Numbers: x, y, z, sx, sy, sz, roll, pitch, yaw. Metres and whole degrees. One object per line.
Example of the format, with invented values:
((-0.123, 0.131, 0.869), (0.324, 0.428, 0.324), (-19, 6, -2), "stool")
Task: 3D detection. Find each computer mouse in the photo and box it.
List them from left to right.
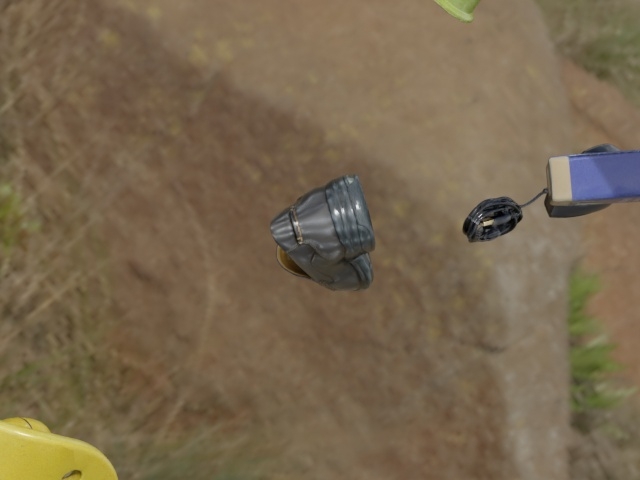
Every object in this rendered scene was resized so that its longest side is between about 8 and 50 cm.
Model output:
((0.217, -0.035, 1.523), (0.242, 0.071, 0.041), (-22, 60, -41), "computer mouse")

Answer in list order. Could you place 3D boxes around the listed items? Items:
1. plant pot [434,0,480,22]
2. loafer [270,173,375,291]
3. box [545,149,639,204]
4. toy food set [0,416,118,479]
((0.073, -0.159, 0.772), (0.083, 0.079, 0.083), (43, 20, -20), "plant pot")
((0.000, 0.000, 1.069), (0.170, 0.061, 0.062), (82, -6, -73), "loafer")
((0.274, -0.050, 1.160), (0.136, 0.225, 0.036), (1, 83, -82), "box")
((-0.195, 0.162, 0.806), (0.128, 0.218, 0.071), (22, 19, -51), "toy food set")
